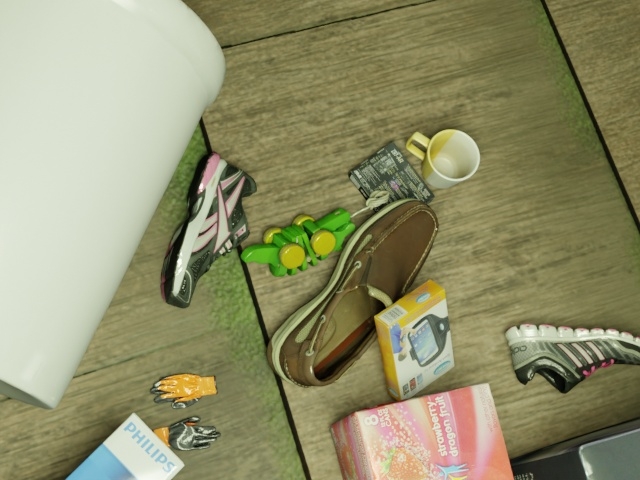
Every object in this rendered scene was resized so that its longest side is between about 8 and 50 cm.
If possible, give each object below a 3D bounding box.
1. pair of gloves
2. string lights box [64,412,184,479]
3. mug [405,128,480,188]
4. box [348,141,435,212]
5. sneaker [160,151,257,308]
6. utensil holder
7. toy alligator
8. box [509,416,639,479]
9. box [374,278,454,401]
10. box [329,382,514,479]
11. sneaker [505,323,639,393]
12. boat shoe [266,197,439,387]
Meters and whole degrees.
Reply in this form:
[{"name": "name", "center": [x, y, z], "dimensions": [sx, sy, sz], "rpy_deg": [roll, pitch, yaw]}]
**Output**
[{"name": "pair of gloves", "center": [-0.146, 0.186, 1.301], "dimensions": [0.074, 0.010, 0.083], "rpy_deg": [-1, 76, -12]}, {"name": "string lights box", "center": [-0.254, 0.295, 1.186], "dimensions": [0.077, 0.133, 0.260], "rpy_deg": [44, 71, 3]}, {"name": "mug", "center": [0.144, -0.097, 1.404], "dimensions": [0.062, 0.064, 0.078], "rpy_deg": [-25, 81, -16]}, {"name": "box", "center": [0.083, -0.064, 1.407], "dimensions": [0.067, 0.018, 0.083], "rpy_deg": [-36, 84, -17]}, {"name": "sneaker", "center": [-0.117, -0.007, 1.330], "dimensions": [0.077, 0.072, 0.178], "rpy_deg": [22, 78, -16]}, {"name": "utensil holder", "center": [-0.314, -0.068, 1.178], "dimensions": [0.328, 0.327, 0.385], "rpy_deg": [23, 75, -4]}, {"name": "toy alligator", "center": [0.000, 0.000, 1.361], "dimensions": [0.190, 0.056, 0.051], "rpy_deg": [-23, 124, -19]}, {"name": "box", "center": [0.366, 0.266, 1.230], "dimensions": [0.296, 0.294, 0.182], "rpy_deg": [-14, 78, -15]}, {"name": "box", "center": [0.105, 0.117, 1.310], "dimensions": [0.081, 0.136, 0.028], "rpy_deg": [-32, 41, -22]}, {"name": "box", "center": [0.124, 0.314, 1.250], "dimensions": [0.154, 0.142, 0.299], "rpy_deg": [-10, 77, -12]}, {"name": "sneaker", "center": [0.295, 0.140, 1.373], "dimensions": [0.170, 0.063, 0.074], "rpy_deg": [5, 74, -5]}, {"name": "boat shoe", "center": [0.056, 0.062, 1.318], "dimensions": [0.095, 0.095, 0.257], "rpy_deg": [45, 75, -27]}]
